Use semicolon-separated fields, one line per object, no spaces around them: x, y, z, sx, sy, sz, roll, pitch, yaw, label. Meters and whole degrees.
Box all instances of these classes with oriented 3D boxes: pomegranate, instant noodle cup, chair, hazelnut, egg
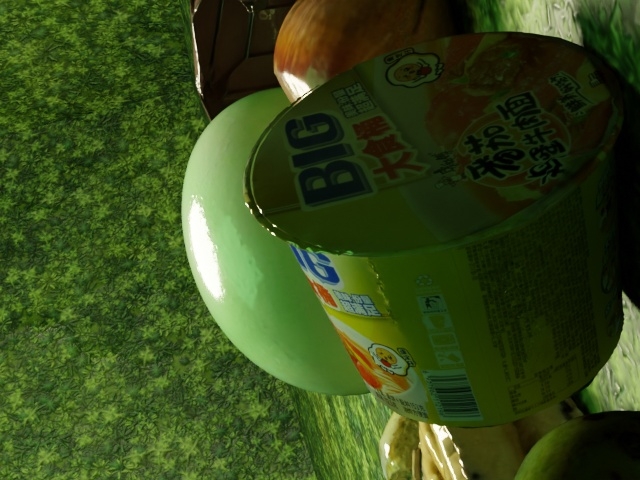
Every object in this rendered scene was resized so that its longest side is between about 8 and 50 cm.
0.157;0.163;0.633;0.169;0.148;0.148;67;-178;-55;pomegranate
0.078;0.000;0.706;0.205;0.205;0.153;-117;5;-57;instant noodle cup
-0.056;-0.223;1.257;0.326;0.175;0.183;-121;26;-52;chair
0.044;-0.138;0.934;0.150;0.150;0.150;165;90;-82;hazelnut
0.000;0.000;1.067;0.270;0.220;0.220;54;173;-3;egg

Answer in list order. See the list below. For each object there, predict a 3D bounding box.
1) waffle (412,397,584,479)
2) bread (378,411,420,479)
0.151;0.277;0.963;0.376;0.114;0.261;83;168;-48;waffle
0.104;0.179;1.145;0.103;0.110;0.156;75;175;-49;bread
